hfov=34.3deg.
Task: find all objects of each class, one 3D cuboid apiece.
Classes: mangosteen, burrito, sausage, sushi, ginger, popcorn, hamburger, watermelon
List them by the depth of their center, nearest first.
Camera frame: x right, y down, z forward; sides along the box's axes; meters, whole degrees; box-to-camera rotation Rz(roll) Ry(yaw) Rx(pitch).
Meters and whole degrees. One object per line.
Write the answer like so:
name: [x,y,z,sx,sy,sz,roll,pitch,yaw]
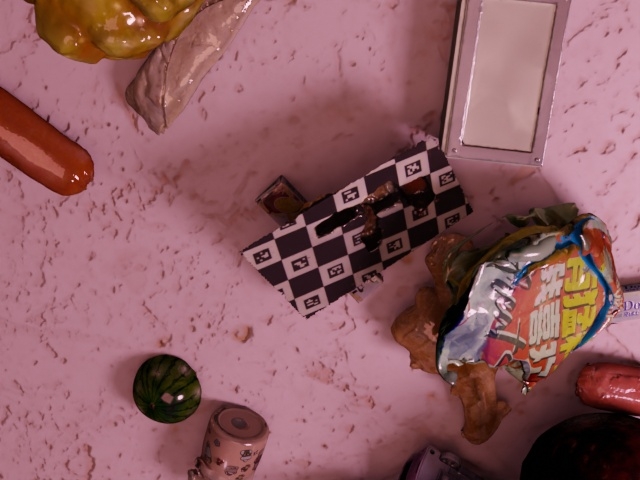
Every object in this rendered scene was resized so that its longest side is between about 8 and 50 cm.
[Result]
popcorn: [-0.234,-0.357,1.144,0.290,0.321,0.326,12,130,-1]
burrito: [-0.150,-0.254,1.318,0.082,0.059,0.275,44,109,2]
hamburger: [0.253,0.059,1.346,0.276,0.150,0.260,16,112,-41]
sushi: [0.048,-0.027,1.347,0.279,0.043,0.192,-33,140,6]
sausage: [-0.389,-0.131,1.376,0.197,0.076,0.076,37,110,-12]
mangosteen: [0.379,0.382,1.405,0.311,0.311,0.311,1,112,3]
ginger: [0.191,0.152,1.450,0.148,0.081,0.334,-27,112,-9]
sausage: [0.426,0.209,1.454,0.141,0.076,0.076,10,112,2]
watermelon: [-0.229,0.224,1.513,0.105,0.062,0.105,4,108,11]

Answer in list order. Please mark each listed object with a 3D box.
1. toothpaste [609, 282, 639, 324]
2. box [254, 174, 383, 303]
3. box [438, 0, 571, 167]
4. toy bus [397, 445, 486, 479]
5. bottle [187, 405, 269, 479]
toothpaste: [0.473,0.079,1.420,0.164,0.034,0.046,-9,108,7]
box: [0.000,0.000,1.418,0.050,0.041,0.207,-42,104,13]
box: [0.226,-0.213,1.293,0.129,0.086,0.225,6,113,2]
toy bus: [0.202,0.385,1.529,0.178,0.087,0.098,33,142,-8]
bottle: [-0.139,0.329,1.533,0.099,0.099,0.152,18,115,-3]
